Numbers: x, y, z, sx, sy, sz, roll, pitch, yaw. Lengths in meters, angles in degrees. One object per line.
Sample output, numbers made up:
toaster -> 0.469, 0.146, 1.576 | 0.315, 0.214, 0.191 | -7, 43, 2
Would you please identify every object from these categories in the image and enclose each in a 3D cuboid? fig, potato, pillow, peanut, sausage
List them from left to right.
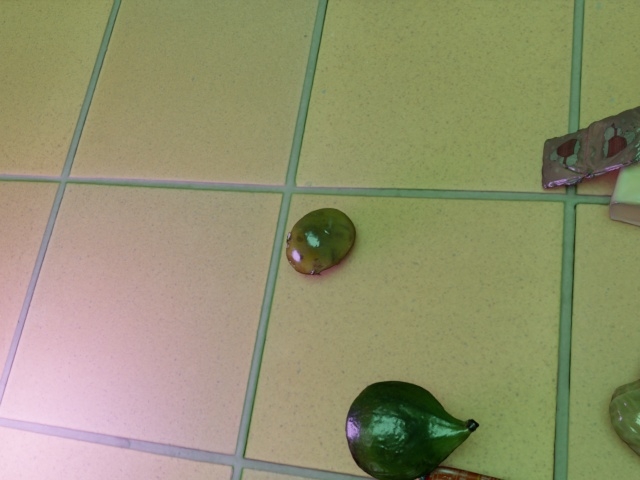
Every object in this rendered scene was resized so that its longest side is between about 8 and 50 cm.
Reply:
potato -> 0.000, 0.000, 1.625 | 0.137, 0.137, 0.176 | 34, 79, 25
fig -> 0.185, 0.377, 1.364 | 0.235, 0.203, 0.203 | 1, 68, 41
sausage -> 0.317, 0.490, 1.367 | 0.274, 0.074, 0.074 | 7, 71, 20
pillow -> 0.586, -0.192, 1.512 | 0.248, 0.049, 0.135 | -20, 50, 51
peanut -> 0.663, 0.311, 1.316 | 0.197, 0.110, 0.233 | 40, 86, 25

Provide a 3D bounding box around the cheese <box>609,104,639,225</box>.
cheese -> 0.756, -0.151, 1.465 | 0.243, 0.124, 0.265 | 18, 76, 18
